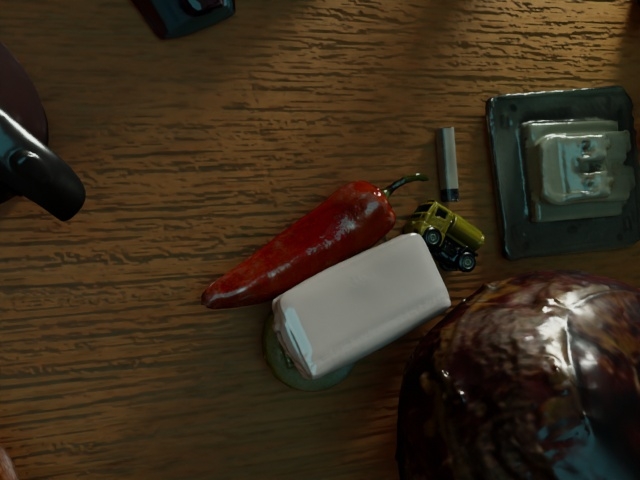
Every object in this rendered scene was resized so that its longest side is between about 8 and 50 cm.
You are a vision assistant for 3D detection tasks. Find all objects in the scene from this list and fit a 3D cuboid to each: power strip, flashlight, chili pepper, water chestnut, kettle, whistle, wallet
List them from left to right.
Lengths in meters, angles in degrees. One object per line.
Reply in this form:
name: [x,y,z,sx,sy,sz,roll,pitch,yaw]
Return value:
kettle: [-0.271,-0.081,0.518,0.202,0.232,0.144,45,77,-13]
chili pepper: [0.000,0.000,0.696,0.272,0.063,0.071,-33,110,-16]
whistle: [0.036,0.089,0.711,0.198,0.057,0.104,-15,95,-17]
wallet: [0.041,0.062,0.677,0.190,0.033,0.095,-22,85,-25]
flashlight: [0.142,-0.084,0.769,0.018,0.018,0.083,-5,91,-19]
water chestnut: [0.222,0.206,0.668,0.350,0.302,0.350,14,48,-16]
power strip: [0.302,-0.082,0.800,0.213,0.064,0.198,-9,90,-18]

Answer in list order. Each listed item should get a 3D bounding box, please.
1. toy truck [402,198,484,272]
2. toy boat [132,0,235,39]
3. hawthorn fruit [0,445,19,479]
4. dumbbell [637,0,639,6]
toy truck: [0.133,-0.006,0.750,0.083,0.049,0.054,32,78,-17]
toy boat: [-0.189,-0.388,0.638,0.136,0.079,0.392,-26,100,-19]
hawthorn fruit: [-0.340,0.233,0.493,0.263,0.231,0.235,-2,79,-23]
dumbbell: [0.358,-0.380,0.751,0.322,0.204,0.204,23,82,-17]
